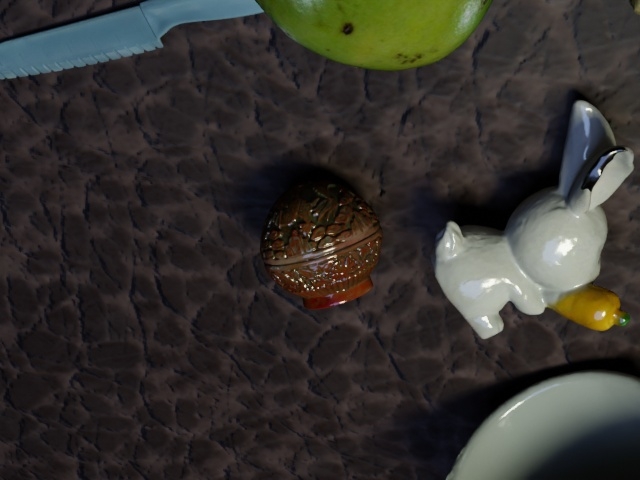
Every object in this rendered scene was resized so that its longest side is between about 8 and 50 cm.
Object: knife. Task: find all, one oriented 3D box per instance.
[{"bbox_3d":[-0.136,-0.163,1.035,0.313,0.019,0.044,-9,129,24],"label":"knife"}]

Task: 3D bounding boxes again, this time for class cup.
[{"bbox_3d":[0.289,0.246,1.178,0.301,0.227,0.257,-38,131,4],"label":"cup"}]

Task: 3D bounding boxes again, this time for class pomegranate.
[{"bbox_3d":[0.045,-0.210,0.846,0.180,0.180,0.209,29,124,-11],"label":"pomegranate"}]

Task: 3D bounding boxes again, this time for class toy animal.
[{"bbox_3d":[0.174,-0.003,1.025,0.182,0.131,0.127,-30,139,22],"label":"toy animal"}]

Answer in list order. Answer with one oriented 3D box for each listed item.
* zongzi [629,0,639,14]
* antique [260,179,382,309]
[{"bbox_3d":[0.250,-0.189,0.904,0.076,0.040,0.083,5,113,1],"label":"zongzi"},{"bbox_3d":[0.000,0.000,1.081,0.104,0.104,0.104,7,131,8],"label":"antique"}]
